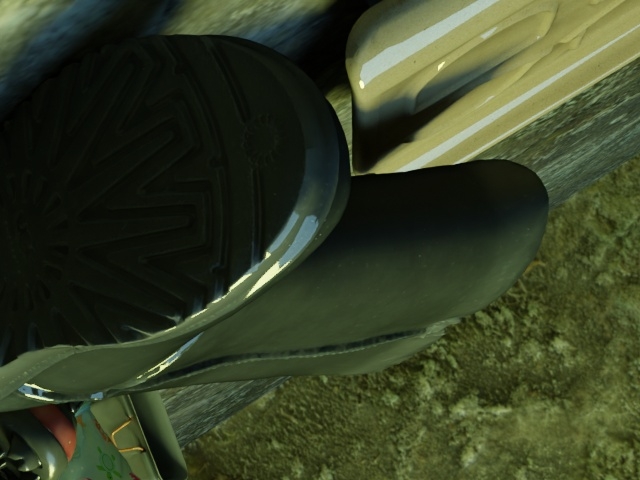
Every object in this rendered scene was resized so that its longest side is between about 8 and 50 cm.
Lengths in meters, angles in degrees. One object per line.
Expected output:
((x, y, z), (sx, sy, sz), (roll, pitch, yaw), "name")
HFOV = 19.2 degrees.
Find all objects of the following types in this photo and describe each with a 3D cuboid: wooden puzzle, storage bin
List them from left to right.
((-0.224, 0.227, 2.128), (0.091, 0.135, 0.098), (-24, 175, 16), "storage bin")
((0.148, -0.168, 1.258), (0.322, 0.080, 0.348), (-32, 168, -3), "wooden puzzle")

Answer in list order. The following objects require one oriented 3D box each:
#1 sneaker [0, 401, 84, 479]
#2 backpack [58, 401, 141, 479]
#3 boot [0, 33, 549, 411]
((-0.200, 0.089, 1.258), (0.135, 0.097, 0.276), (-39, -164, -13), "sneaker")
((-0.281, 0.226, 1.619), (0.225, 0.191, 0.253), (-30, 180, -33), "backpack")
((-0.002, 0.000, 1.114), (0.367, 0.146, 0.445), (-22, 164, 39), "boot")
